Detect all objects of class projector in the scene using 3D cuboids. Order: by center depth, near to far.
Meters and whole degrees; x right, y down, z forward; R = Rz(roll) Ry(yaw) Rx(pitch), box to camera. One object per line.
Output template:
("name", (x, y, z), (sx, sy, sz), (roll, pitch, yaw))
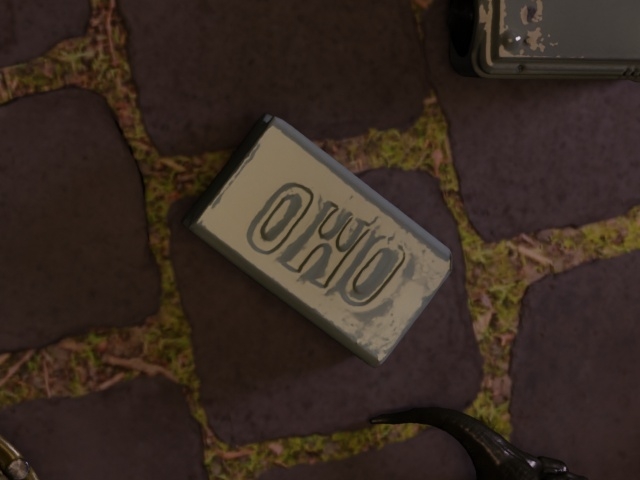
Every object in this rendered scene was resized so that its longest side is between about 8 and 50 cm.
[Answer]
("projector", (0.206, -0.260, 1.554), (0.192, 0.099, 0.256), (0, 97, -12))

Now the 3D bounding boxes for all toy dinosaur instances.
("toy dinosaur", (0.134, 0.235, 1.605), (0.179, 0.087, 0.187), (0, 95, -14))

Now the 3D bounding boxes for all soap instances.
("soap", (0.000, 0.000, 1.556), (0.198, 0.066, 0.119), (37, 90, -14))

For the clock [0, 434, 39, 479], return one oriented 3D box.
("clock", (-0.332, 0.240, 1.516), (0.237, 0.057, 0.237), (-2, 99, -14))
